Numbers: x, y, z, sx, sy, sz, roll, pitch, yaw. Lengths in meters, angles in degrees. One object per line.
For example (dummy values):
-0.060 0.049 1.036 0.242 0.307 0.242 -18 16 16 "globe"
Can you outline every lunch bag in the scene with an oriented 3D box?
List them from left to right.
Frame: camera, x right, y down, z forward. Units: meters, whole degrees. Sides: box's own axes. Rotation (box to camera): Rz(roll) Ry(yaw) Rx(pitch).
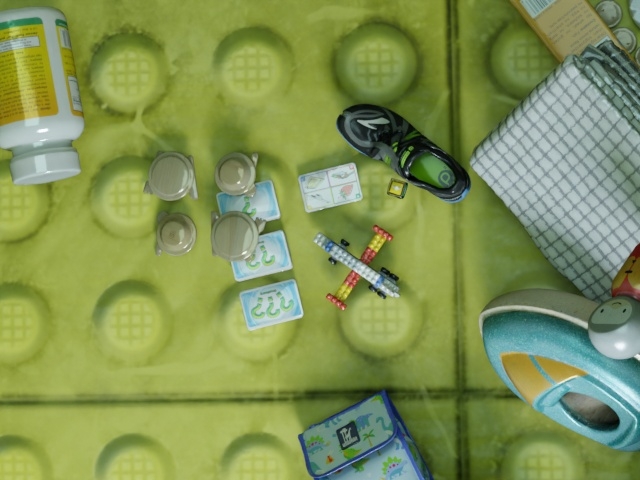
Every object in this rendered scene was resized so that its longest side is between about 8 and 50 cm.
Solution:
0.057 0.277 1.792 0.128 0.096 0.151 -28 71 7 "lunch bag"

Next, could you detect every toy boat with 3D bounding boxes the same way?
0.311 0.129 1.664 0.267 0.318 0.148 28 57 7 "toy boat"

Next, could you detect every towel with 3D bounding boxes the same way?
0.341 -0.070 1.710 0.284 0.121 0.235 48 137 8 "towel"

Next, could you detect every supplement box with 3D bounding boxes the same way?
0.319 -0.245 1.785 0.080 0.078 0.233 -36 85 14 "supplement box"

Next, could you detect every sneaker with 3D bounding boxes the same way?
0.106 -0.113 1.806 0.188 0.078 0.067 34 91 7 "sneaker"

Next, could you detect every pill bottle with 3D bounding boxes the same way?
-0.363 -0.181 1.838 0.117 0.117 0.208 -11 87 5 "pill bottle"

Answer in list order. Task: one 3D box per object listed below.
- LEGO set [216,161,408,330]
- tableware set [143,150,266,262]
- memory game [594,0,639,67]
0.000 0.000 1.822 0.244 0.060 0.183 -13 86 9 "LEGO set"
-0.148 -0.044 1.849 0.168 0.020 0.141 2 87 16 "tableware set"
0.431 -0.298 1.813 0.186 0.012 0.186 0 88 6 "memory game"
